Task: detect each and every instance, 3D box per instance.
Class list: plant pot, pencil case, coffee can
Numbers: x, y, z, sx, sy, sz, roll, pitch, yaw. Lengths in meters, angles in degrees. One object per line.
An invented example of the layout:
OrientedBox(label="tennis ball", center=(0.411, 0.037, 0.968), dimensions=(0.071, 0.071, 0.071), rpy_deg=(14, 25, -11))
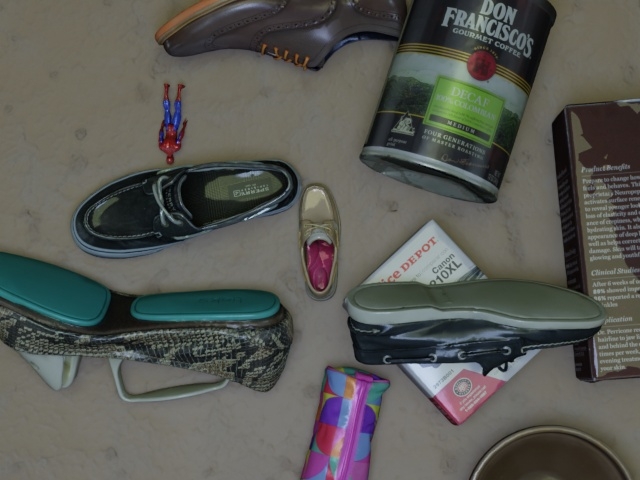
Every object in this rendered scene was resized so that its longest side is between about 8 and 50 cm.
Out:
OrientedBox(label="plant pot", center=(0.310, 0.369, 1.756), dimensions=(0.237, 0.110, 0.237), rpy_deg=(0, 85, 0))
OrientedBox(label="pencil case", center=(0.029, 0.293, 1.773), dimensions=(0.104, 0.104, 0.236), rpy_deg=(10, 83, 2))
OrientedBox(label="coffee can", center=(0.190, -0.212, 1.773), dimensions=(0.201, 0.201, 0.275), rpy_deg=(18, 85, 2))

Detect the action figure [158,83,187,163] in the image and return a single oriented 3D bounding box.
OrientedBox(label="action figure", center=(-0.215, -0.168, 1.858), dimensions=(0.038, 0.030, 0.115), rpy_deg=(5, 89, 6))

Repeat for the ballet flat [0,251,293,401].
OrientedBox(label="ballet flat", center=(-0.282, 0.138, 1.776), dimensions=(0.483, 0.164, 0.182), rpy_deg=(8, 111, -1))

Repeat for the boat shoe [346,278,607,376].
OrientedBox(label="boat shoe", center=(0.202, 0.124, 1.684), dimensions=(0.340, 0.127, 0.113), rpy_deg=(-1, 114, -8))

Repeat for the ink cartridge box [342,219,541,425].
OrientedBox(label="ink cartridge box", center=(0.169, 0.114, 1.788), dimensions=(0.172, 0.100, 0.237), rpy_deg=(-43, 85, -4))

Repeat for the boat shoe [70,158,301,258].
OrientedBox(label="boat shoe", center=(-0.194, -0.061, 1.800), dimensions=(0.335, 0.119, 0.121), rpy_deg=(-16, 84, -1))

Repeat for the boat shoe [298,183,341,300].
OrientedBox(label="boat shoe", center=(0.000, 0.000, 1.822), dimensions=(0.063, 0.059, 0.170), rpy_deg=(-5, 84, 0))

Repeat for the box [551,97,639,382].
OrientedBox(label="box", center=(0.439, 0.001, 1.781), dimensions=(0.191, 0.143, 0.381), rpy_deg=(-4, 86, 1))

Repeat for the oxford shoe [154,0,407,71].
OrientedBox(label="oxford shoe", center=(-0.052, -0.302, 1.824), dimensions=(0.364, 0.130, 0.132), rpy_deg=(-14, 90, -1))
